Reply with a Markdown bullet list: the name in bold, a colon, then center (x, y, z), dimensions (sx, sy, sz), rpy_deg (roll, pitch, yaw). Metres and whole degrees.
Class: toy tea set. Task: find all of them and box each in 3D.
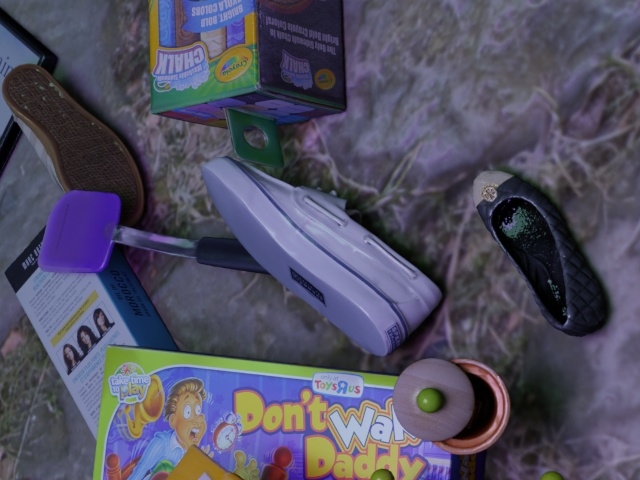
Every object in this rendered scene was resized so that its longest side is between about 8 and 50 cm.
- **toy tea set**: center (0.126, 0.255, 1.390), dimensions (0.200, 0.124, 0.336), rpy_deg (-30, 81, 9)

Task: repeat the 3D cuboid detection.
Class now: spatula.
- **spatula**: center (-0.138, 0.003, 1.716), dimensions (0.296, 0.030, 0.084), rpy_deg (7, 78, 21)

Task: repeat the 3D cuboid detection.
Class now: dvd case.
- **dvd case**: center (-0.393, -0.133, 1.971), dimensions (0.180, 0.022, 0.253), rpy_deg (40, 109, 34)

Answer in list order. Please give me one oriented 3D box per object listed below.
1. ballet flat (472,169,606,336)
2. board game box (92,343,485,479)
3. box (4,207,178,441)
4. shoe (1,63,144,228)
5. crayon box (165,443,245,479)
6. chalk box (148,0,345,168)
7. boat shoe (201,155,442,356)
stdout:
- **ballet flat**: center (0.177, 0.005, 1.492), dimensions (0.057, 0.049, 0.173), rpy_deg (-47, 59, 23)
- **board game box**: center (-0.034, 0.221, 1.575), dimensions (0.347, 0.078, 0.233), rpy_deg (4, 87, 27)
- **box**: center (-0.213, 0.092, 1.779), dimensions (0.100, 0.060, 0.244), rpy_deg (-46, 60, 24)
- **shoe**: center (-0.243, -0.090, 1.833), dimensions (0.076, 0.058, 0.219), rpy_deg (-34, 66, -10)
- **crayon box**: center (-0.049, 0.316, 1.387), dimensions (0.203, 0.083, 0.323), rpy_deg (-53, 42, -7)
- **chalk box**: center (-0.067, -0.172, 1.650), dimensions (0.132, 0.132, 0.213), rpy_deg (-7, 79, 37)
- **boat shoe**: center (0.000, 0.000, 1.614), dimensions (0.084, 0.095, 0.258), rpy_deg (-38, 64, -20)
